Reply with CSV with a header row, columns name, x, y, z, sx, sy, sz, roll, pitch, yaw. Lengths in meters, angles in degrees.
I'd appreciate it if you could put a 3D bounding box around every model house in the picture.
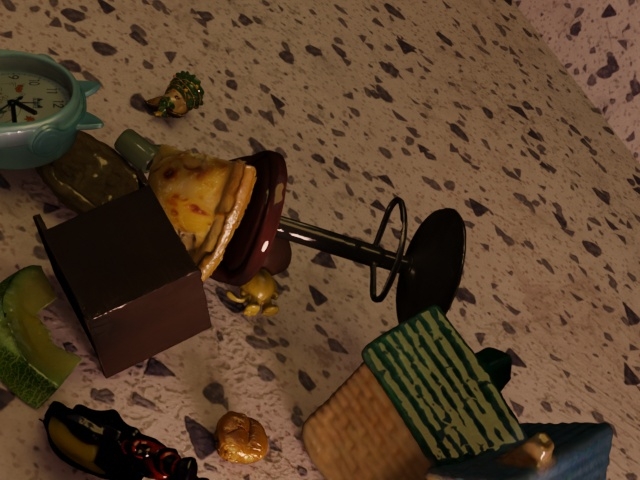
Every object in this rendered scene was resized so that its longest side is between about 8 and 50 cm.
name,x,y,z,sx,sy,sz,roll,pitch,yaw
model house,0.218,0.308,1.799,0.334,0.343,0.382,-13,59,-50

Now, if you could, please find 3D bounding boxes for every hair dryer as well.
name,x,y,z,sx,sy,sz,roll,pitch,yaw
hair dryer,-0.288,-0.156,2.105,0.071,0.047,0.150,41,17,11

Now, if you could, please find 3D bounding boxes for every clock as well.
name,x,y,z,sx,sy,sz,roll,pitch,yaw
clock,-0.466,-0.193,1.850,0.274,0.094,0.224,1,42,-13

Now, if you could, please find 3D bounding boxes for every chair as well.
name,x,y,z,sx,sy,sz,roll,pitch,yaw
chair,0.000,0.000,1.911,0.400,0.227,0.227,17,39,-18

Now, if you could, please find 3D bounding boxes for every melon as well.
name,x,y,z,sx,sy,sz,roll,pitch,yaw
melon,-0.394,0.125,1.659,0.118,0.064,0.210,0,52,-52

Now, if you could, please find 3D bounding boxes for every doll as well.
name,x,y,z,sx,sy,sz,roll,pitch,yaw
doll,-0.255,0.264,1.541,0.248,0.127,0.088,22,40,22
doll,-0.266,-0.246,2.248,0.078,0.077,0.113,23,59,19
doll,-0.122,0.036,2.019,0.145,0.096,0.188,21,55,-10

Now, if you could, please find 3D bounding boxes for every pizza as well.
name,x,y,z,sx,sy,sz,roll,pitch,yaw
pizza,-0.202,-0.043,1.823,0.188,0.204,0.080,22,9,33

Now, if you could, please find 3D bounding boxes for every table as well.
name,x,y,z,sx,sy,sz,roll,pitch,yaw
table,-0.275,0.047,1.723,0.169,0.172,0.193,-26,61,-15

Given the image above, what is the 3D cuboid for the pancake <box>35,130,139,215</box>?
name,x,y,z,sx,sy,sz,roll,pitch,yaw
pancake,-0.368,-0.099,1.965,0.242,0.050,0.242,38,23,-20

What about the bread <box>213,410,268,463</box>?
name,x,y,z,sx,sy,sz,roll,pitch,yaw
bread,-0.115,0.284,1.762,0.083,0.046,0.081,40,35,-2
